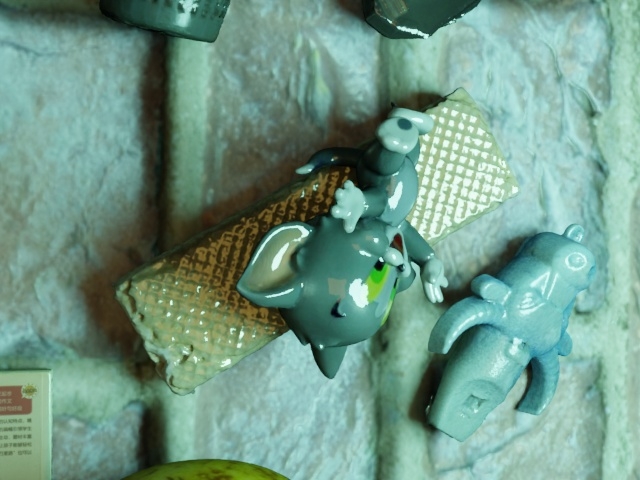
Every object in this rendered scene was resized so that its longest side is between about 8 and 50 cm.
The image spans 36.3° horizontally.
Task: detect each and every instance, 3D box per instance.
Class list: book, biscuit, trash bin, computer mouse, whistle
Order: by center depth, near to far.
[{"bbox_3d":[-0.146,-0.285,0.962,0.175,0.175,0.161,14,100,-9],"label":"trash bin"},{"bbox_3d":[-0.356,0.247,0.990,0.162,0.022,0.232,0,90,-11],"label":"book"},{"bbox_3d":[0.000,0.000,1.017,0.426,0.078,0.144,-29,95,-7],"label":"biscuit"},{"bbox_3d":[0.204,0.096,1.042,0.180,0.093,0.269,33,86,-33],"label":"whistle"},{"bbox_3d":[0.112,-0.270,1.048,0.172,0.057,0.099,-32,93,-19],"label":"computer mouse"}]

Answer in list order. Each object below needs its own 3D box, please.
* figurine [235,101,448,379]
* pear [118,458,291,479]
[{"bbox_3d":[0.030,-0.020,0.913,0.140,0.193,0.265,-3,67,26],"label":"figurine"},{"bbox_3d":[-0.112,0.331,0.909,0.280,0.281,0.281,0,90,-9],"label":"pear"}]
